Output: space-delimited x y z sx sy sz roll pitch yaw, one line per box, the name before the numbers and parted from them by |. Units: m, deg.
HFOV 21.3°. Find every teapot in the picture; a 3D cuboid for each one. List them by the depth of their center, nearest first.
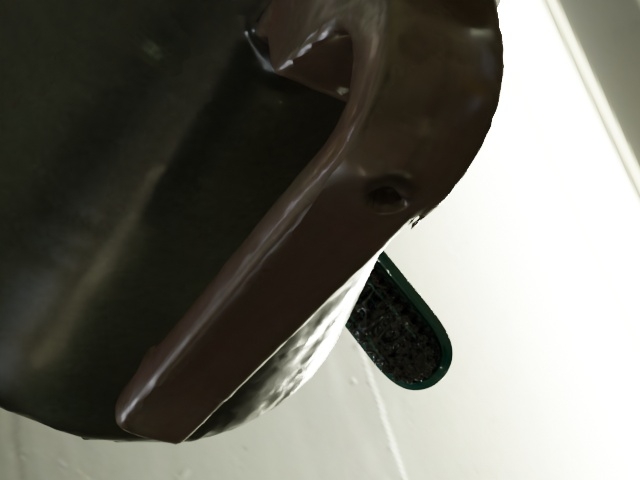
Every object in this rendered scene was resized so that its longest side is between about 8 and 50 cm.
teapot | -0.034 -0.082 0.603 0.344 0.253 0.300 -49 -146 42

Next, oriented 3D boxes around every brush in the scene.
brush | 0.000 0.000 0.899 0.043 0.032 0.193 -41 -98 16
